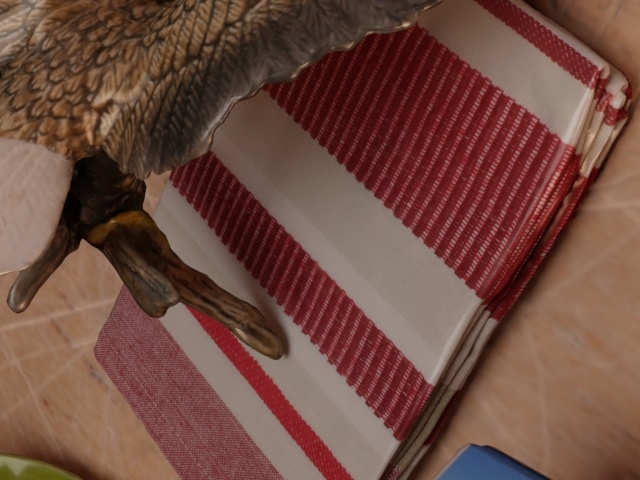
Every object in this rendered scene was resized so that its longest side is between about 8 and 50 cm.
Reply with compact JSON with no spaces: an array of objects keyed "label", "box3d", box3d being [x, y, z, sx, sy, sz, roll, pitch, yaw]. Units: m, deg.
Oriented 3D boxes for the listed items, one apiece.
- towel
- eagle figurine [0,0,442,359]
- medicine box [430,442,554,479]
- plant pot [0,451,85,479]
[{"label":"towel","box3d":[0.000,0.000,0.689,0.237,0.037,0.329,46,119,37]},{"label":"eagle figurine","box3d":[-0.069,-0.118,0.614,0.298,0.226,0.225,-61,29,31]},{"label":"medicine box","box3d":[0.072,0.255,0.433,0.263,0.289,0.149,25,149,41]},{"label":"plant pot","box3d":[-0.243,0.322,0.799,0.275,0.275,0.293,23,122,42]}]
